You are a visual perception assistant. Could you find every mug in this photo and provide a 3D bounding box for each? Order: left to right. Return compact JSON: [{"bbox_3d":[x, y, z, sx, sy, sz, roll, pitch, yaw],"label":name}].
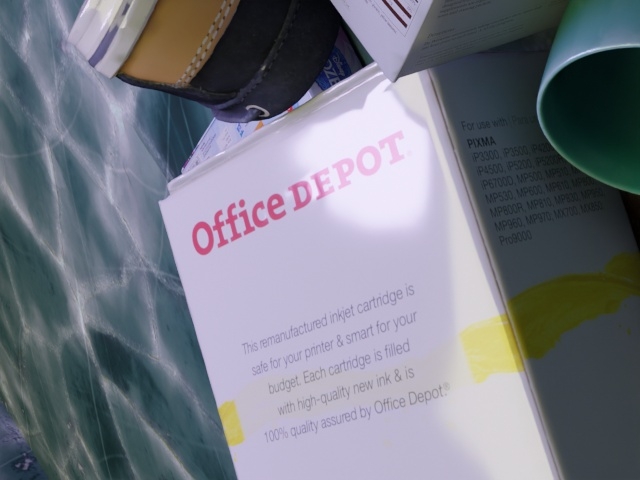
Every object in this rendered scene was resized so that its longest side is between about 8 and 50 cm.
[{"bbox_3d":[0.186,-0.092,0.641,0.129,0.097,0.158,24,154,-4],"label":"mug"}]

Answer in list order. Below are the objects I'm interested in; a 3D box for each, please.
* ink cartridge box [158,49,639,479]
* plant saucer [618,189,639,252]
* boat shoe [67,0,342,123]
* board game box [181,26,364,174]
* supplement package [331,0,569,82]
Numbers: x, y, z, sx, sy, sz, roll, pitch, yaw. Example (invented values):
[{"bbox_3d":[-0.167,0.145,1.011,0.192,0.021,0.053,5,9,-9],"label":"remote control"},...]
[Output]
[{"bbox_3d":[0.076,0.099,0.773,0.279,0.160,0.385,-23,81,46],"label":"ink cartridge box"},{"bbox_3d":[0.225,0.034,0.758,0.198,0.036,0.199,40,141,43],"label":"plant saucer"},{"bbox_3d":[-0.073,-0.196,0.882,0.187,0.156,0.500,-62,13,14],"label":"boat shoe"},{"bbox_3d":[0.000,0.000,1.108,0.318,0.065,0.318,64,153,9],"label":"board game box"},{"bbox_3d":[0.103,-0.223,0.617,0.149,0.194,0.203,56,150,21],"label":"supplement package"}]
